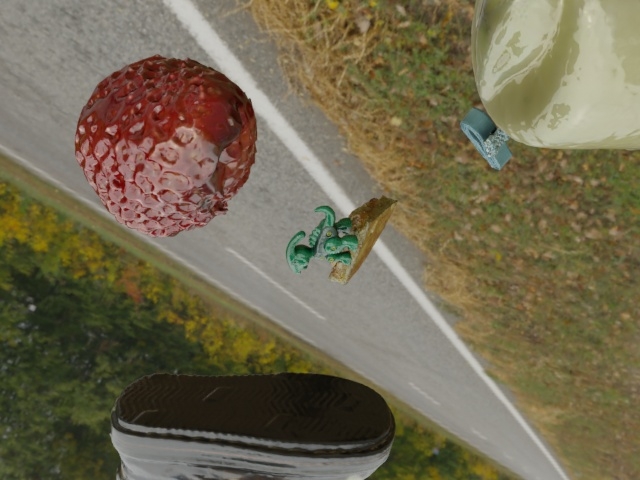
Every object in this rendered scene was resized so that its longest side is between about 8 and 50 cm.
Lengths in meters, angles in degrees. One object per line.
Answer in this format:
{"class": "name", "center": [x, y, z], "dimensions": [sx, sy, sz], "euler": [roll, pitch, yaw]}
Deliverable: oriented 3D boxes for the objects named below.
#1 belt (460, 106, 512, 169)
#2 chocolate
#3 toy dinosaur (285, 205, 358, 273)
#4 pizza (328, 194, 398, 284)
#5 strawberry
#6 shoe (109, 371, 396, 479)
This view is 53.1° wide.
{"class": "belt", "center": [0.350, -0.196, 1.295], "dimensions": [0.100, 0.065, 0.179], "euler": [42, -175, 40]}
{"class": "chocolate", "center": [0.332, -0.247, 0.809], "dimensions": [0.297, 0.326, 0.314], "euler": [-16, -155, -9]}
{"class": "toy dinosaur", "center": [0.000, 0.000, 0.926], "dimensions": [0.096, 0.059, 0.132], "euler": [-4, 135, -16]}
{"class": "pizza", "center": [0.066, -0.016, 1.022], "dimensions": [0.046, 0.175, 0.134], "euler": [29, 155, 15]}
{"class": "strawberry", "center": [-0.142, -0.101, 0.663], "dimensions": [0.205, 0.205, 0.244], "euler": [29, 167, -26]}
{"class": "shoe", "center": [-0.093, 0.314, 0.892], "dimensions": [0.383, 0.237, 0.171], "euler": [1, -153, -2]}
